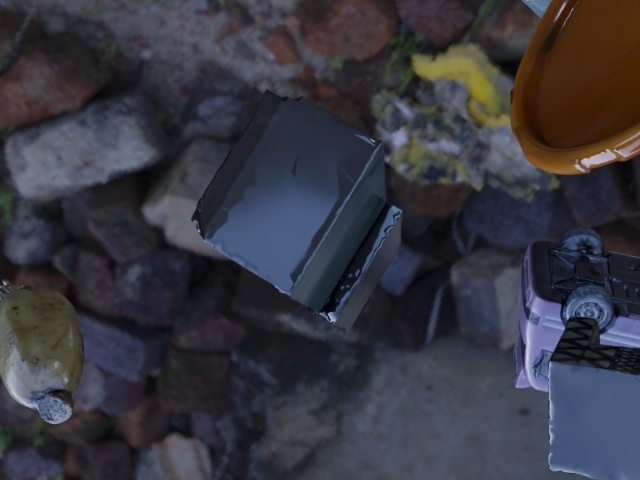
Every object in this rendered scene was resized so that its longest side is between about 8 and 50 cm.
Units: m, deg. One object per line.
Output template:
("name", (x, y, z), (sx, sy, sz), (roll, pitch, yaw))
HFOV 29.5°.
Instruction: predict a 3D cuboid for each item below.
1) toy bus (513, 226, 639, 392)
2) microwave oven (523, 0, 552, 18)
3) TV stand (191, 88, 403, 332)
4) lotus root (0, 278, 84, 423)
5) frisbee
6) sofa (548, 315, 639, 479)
("toy bus", (0.238, 0.069, 0.879), (0.198, 0.096, 0.108), (12, 123, 0))
("microwave oven", (0.231, -0.289, 0.734), (0.181, 0.295, 0.237), (44, 157, 7))
("TV stand", (0.000, 0.000, 0.435), (0.040, 0.049, 0.256), (31, 177, 6))
("lotus root", (-0.223, 0.077, 0.951), (0.063, 0.072, 0.152), (39, -169, -48))
("frisbee", (0.163, -0.106, 0.550), (0.035, 0.192, 0.192), (34, 147, -19))
("sofa", (0.150, 0.070, 0.480), (0.117, 0.039, 0.060), (8, 124, 24))
